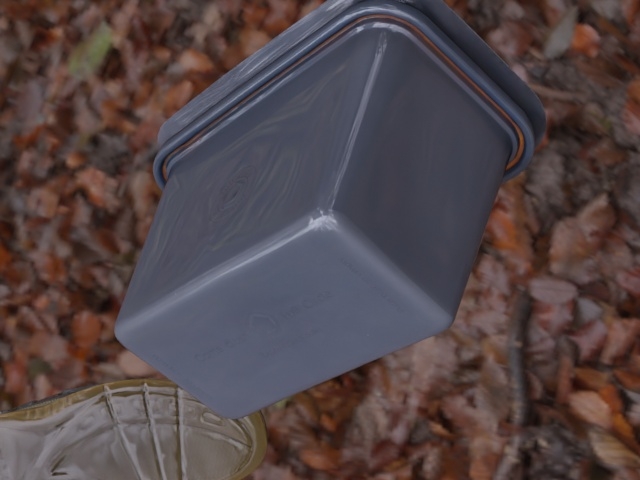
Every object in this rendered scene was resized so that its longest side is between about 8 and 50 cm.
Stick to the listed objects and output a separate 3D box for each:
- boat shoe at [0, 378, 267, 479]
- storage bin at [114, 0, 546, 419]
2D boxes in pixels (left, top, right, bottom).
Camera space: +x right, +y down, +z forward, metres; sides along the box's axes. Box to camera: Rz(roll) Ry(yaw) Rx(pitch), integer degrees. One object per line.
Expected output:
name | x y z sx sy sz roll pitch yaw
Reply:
boat shoe | -0.094 0.084 0.532 0.152 0.049 0.056 -6 96 9
storage bin | 0.000 0.000 0.400 0.135 0.098 0.091 -28 32 42
